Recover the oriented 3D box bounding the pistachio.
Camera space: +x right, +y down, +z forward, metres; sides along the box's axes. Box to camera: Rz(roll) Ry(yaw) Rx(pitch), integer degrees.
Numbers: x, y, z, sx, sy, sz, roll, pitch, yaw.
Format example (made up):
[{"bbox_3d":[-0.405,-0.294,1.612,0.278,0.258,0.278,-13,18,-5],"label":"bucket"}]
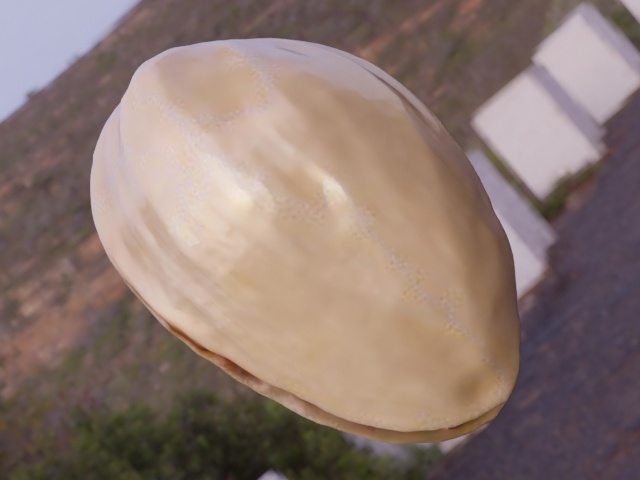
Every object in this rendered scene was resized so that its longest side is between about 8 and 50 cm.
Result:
[{"bbox_3d":[0.000,0.000,0.774,0.157,0.229,0.157,-47,-7,-8],"label":"pistachio"}]
